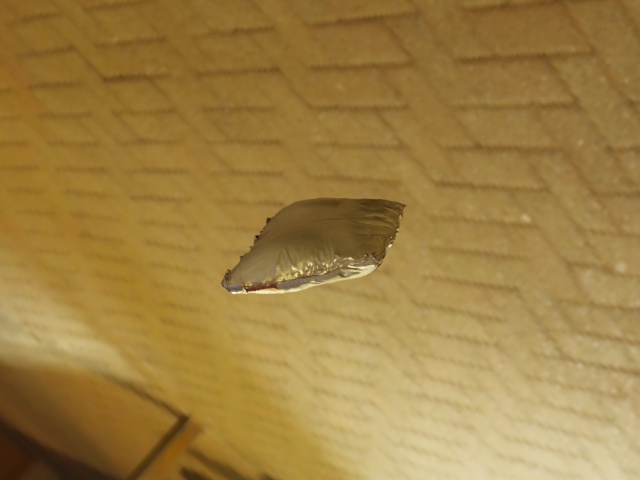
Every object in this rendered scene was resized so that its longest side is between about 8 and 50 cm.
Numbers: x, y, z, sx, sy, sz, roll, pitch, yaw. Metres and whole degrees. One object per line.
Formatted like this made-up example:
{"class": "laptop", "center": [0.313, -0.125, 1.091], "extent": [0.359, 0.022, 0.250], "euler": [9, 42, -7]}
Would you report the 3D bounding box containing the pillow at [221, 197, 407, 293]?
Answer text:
{"class": "pillow", "center": [0.000, 0.000, 1.181], "extent": [0.229, 0.128, 0.051], "euler": [-55, -44, -74]}
